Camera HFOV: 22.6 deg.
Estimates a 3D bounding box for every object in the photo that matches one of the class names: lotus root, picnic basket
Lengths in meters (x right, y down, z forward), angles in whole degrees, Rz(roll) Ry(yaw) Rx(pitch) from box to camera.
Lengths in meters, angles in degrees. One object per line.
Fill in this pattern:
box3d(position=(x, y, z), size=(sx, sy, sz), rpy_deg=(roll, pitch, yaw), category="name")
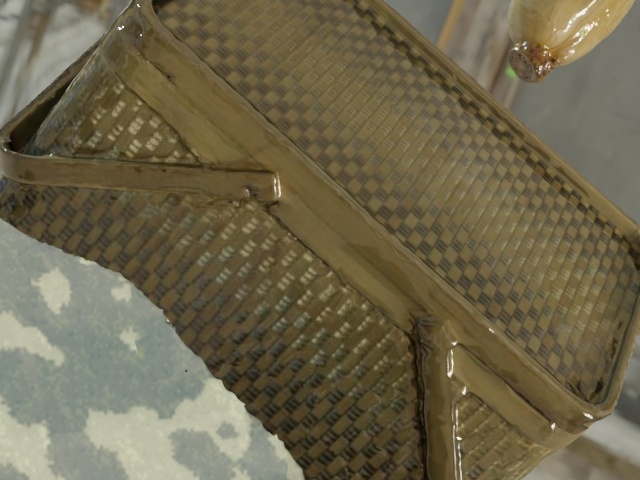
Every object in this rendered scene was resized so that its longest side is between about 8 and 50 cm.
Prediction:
box3d(position=(0.157, -0.159, 0.960), size=(0.062, 0.150, 0.073), rpy_deg=(24, -22, 36), category="lotus root")
box3d(position=(0.000, 0.000, 0.680), size=(0.266, 0.139, 0.165), rpy_deg=(41, 32, -3), category="picnic basket")

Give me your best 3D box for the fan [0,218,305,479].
box3d(position=(-0.062, 0.072, 0.351), size=(0.240, 0.131, 0.009), rpy_deg=(50, -31, -14), category="fan")
